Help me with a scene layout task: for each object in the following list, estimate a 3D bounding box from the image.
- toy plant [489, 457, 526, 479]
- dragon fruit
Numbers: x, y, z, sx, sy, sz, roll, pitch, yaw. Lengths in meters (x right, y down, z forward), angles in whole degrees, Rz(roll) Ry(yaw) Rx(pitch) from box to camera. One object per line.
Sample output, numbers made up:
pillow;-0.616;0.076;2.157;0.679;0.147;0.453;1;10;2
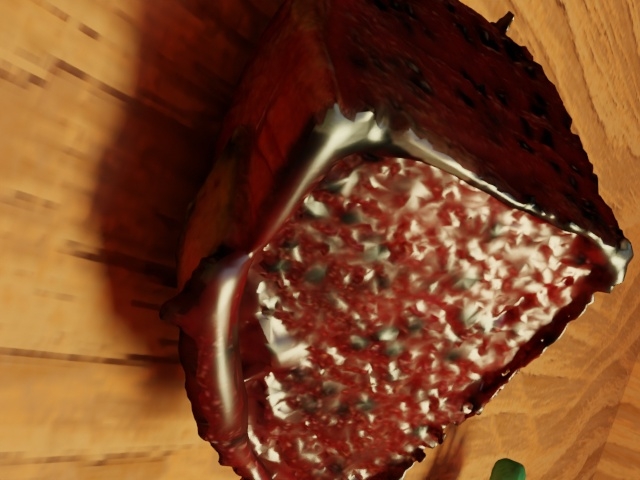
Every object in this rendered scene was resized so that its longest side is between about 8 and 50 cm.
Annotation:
toy plant;0.083;0.333;0.827;0.279;0.185;0.400;28;72;-42
dragon fruit;-0.001;-0.001;0.407;0.161;0.121;0.127;-51;-148;22
